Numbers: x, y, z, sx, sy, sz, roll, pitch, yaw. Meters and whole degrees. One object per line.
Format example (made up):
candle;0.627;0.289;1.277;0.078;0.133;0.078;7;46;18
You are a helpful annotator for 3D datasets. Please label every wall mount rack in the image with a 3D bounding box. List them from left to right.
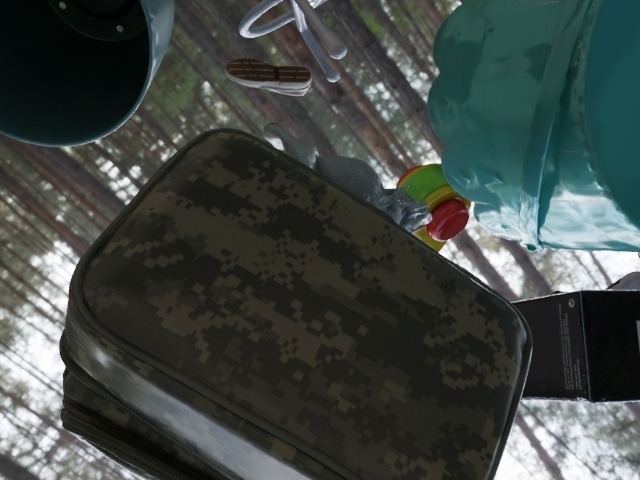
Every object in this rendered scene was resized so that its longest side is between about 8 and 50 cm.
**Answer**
wall mount rack;0.079;-0.291;0.855;0.350;0.130;0.304;-31;-177;3

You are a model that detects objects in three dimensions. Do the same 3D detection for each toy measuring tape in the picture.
toy measuring tape;0.131;-0.009;1.139;0.330;0.122;0.121;-56;-158;25

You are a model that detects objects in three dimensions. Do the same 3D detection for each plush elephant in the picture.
plush elephant;0.000;0.000;0.937;0.330;0.272;0.255;-46;-161;26

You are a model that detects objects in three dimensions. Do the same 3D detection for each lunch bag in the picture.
lunch bag;-0.032;0.112;0.563;0.212;0.305;0.256;-59;180;-39

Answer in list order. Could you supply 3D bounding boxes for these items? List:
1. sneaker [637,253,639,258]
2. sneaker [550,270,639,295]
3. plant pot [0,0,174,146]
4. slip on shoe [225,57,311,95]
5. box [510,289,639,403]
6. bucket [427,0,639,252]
sneaker;0.505;0.020;0.970;0.091;0.240;0.126;-62;-140;33
sneaker;0.569;0.138;1.588;0.268;0.101;0.153;-54;-157;26
plant pot;-0.317;-0.299;0.941;0.293;0.293;0.235;-28;-156;23
slip on shoe;-0.083;-0.255;1.184;0.041;0.136;0.051;106;-16;-60
box;0.477;0.185;1.301;0.294;0.297;0.182;152;-62;-66
bucket;0.241;-0.117;0.591;0.281;0.281;0.183;-47;-160;-10
